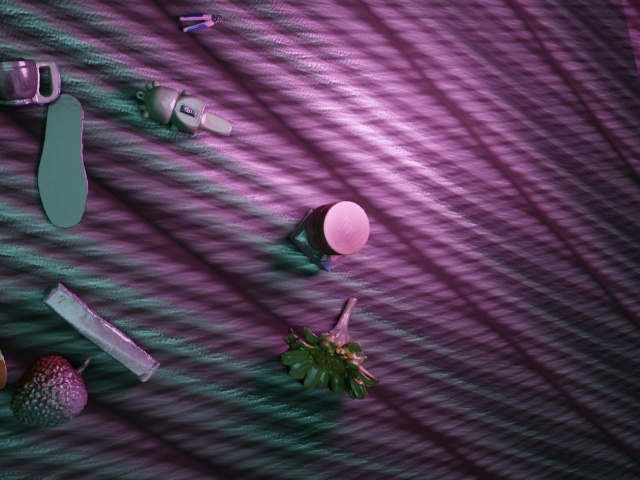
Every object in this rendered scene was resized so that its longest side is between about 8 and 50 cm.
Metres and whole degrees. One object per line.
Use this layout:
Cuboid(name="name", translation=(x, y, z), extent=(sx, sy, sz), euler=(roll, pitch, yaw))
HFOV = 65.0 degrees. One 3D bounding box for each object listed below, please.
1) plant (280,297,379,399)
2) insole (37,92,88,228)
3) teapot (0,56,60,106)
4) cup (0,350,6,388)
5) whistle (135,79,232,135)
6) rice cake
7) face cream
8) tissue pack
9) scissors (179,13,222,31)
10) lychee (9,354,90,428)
Cuboid(name="plant", translation=(0.014, 0.321, 1.470), extent=(0.261, 0.297, 0.305), euler=(-15, 146, 1))
Cuboid(name="insole", translation=(-0.622, -0.192, 1.216), extent=(0.111, 0.007, 0.327), euler=(1, 94, -25))
Cuboid(name="teapot", translation=(-0.682, -0.358, 1.140), extent=(0.111, 0.149, 0.108), euler=(5, 113, 18))
Cuboid(name="cup", translation=(-0.815, 0.277, 1.117), extent=(0.155, 0.131, 0.176), euler=(-21, 73, -17))
Cuboid(name="whistle", translation=(-0.346, -0.325, 1.281), extent=(0.245, 0.092, 0.110), euler=(17, 86, -22))
Cuboid(name="rice cake", translation=(-0.543, 0.235, 1.256), extent=(0.336, 0.063, 0.066), euler=(48, 71, -19))
Cuboid(name="face cream", translation=(0.048, -0.032, 1.401), extent=(0.149, 0.104, 0.149), euler=(1, 88, -29))
Cuboid(name="tissue pack", translation=(0.000, 0.000, 1.473), extent=(0.155, 0.065, 0.115), euler=(45, 76, -20))
Cuboid(name="scissors", translation=(-0.311, -0.576, 1.317), extent=(0.113, 0.012, 0.039), euler=(-21, 103, -21))
Cuboid(name="lychee", translation=(-0.621, 0.350, 1.178), extent=(0.197, 0.165, 0.165), euler=(-35, 107, -23))
